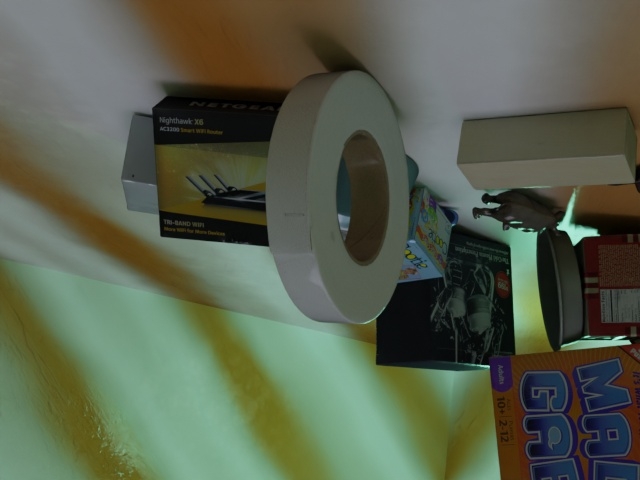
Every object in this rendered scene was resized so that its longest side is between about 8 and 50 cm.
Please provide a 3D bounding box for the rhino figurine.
[{"bbox_3d":[0.433,-0.051,1.862,0.243,0.073,0.106,15,169,-42],"label":"rhino figurine"}]

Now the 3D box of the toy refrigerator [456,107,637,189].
[{"bbox_3d":[0.372,-0.150,1.461,0.269,0.094,0.102,-2,157,29],"label":"toy refrigerator"}]

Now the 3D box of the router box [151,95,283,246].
[{"bbox_3d":[-0.129,-0.116,1.547,0.309,0.243,0.081,4,-155,9],"label":"router box"}]

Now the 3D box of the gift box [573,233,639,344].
[{"bbox_3d":[0.701,0.120,1.979,0.276,0.255,0.258,3,173,7],"label":"gift box"}]

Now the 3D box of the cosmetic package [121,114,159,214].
[{"bbox_3d":[-0.266,-0.132,1.753,0.224,0.138,0.224,9,165,-8],"label":"cosmetic package"}]

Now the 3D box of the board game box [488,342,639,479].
[{"bbox_3d":[0.601,0.445,2.016,0.357,0.356,0.356,-8,163,19],"label":"board game box"}]

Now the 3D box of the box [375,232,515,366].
[{"bbox_3d":[0.307,0.155,2.168,0.343,0.312,0.179,11,165,-43],"label":"box"}]

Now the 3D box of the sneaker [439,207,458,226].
[{"bbox_3d":[0.237,-0.056,1.985,0.144,0.053,0.059,5,164,3],"label":"sneaker"}]

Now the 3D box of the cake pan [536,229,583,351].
[{"bbox_3d":[0.537,0.104,2.001,0.054,0.293,0.293,-6,165,5],"label":"cake pan"}]

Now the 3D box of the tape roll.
[{"bbox_3d":[0.038,-0.064,1.358,0.072,0.392,0.392,1,165,26],"label":"tape roll"}]

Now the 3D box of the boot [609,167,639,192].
[{"bbox_3d":[0.581,-0.107,1.651,0.106,0.037,0.114,1,170,33],"label":"boot"}]

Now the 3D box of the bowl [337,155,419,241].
[{"bbox_3d":[0.034,-0.078,1.771,0.312,0.163,0.311,7,165,2],"label":"bowl"}]

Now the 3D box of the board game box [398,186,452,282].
[{"bbox_3d":[0.125,0.001,1.936,0.275,0.142,0.144,-10,139,33],"label":"board game box"}]

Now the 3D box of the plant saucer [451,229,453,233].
[{"bbox_3d":[0.267,-0.016,2.192,0.119,0.021,0.119,7,166,2],"label":"plant saucer"}]
